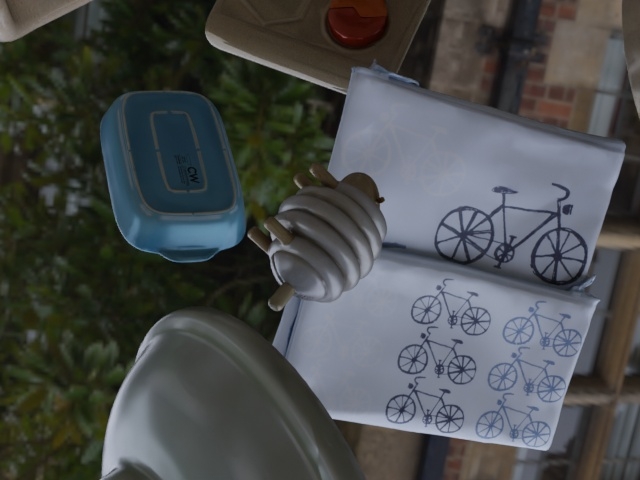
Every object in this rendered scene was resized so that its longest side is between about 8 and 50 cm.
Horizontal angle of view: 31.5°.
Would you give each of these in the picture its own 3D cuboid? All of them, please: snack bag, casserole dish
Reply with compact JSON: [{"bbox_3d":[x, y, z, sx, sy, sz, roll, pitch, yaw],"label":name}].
[{"bbox_3d":[0.135,0.028,1.111,0.323,0.343,0.037,13,-171,-20],"label":"snack bag"},{"bbox_3d":[-0.125,-0.066,0.976,0.114,0.037,0.188,-2,-126,-21],"label":"casserole dish"}]

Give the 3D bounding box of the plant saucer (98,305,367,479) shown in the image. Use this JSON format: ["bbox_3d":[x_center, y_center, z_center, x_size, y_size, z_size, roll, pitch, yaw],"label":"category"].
[{"bbox_3d":[-0.075,0.248,0.777,0.100,0.401,0.400,-14,-155,-30],"label":"plant saucer"}]

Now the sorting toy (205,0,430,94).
[{"bbox_3d":[-0.030,-0.297,1.208,0.307,0.229,0.041,21,168,12],"label":"sorting toy"}]

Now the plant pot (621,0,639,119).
[{"bbox_3d":[0.435,-0.181,0.948,0.274,0.257,0.256,-8,179,42],"label":"plant pot"}]

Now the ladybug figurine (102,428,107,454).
[{"bbox_3d":[-0.100,0.318,1.155,0.161,0.305,0.449,-22,-116,-9],"label":"ladybug figurine"}]

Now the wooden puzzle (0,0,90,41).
[{"bbox_3d":[-0.129,-0.319,0.627,0.080,0.322,0.348,5,-146,40],"label":"wooden puzzle"}]

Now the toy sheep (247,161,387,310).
[{"bbox_3d":[0.000,0.000,0.837,0.091,0.091,0.132,21,-119,38],"label":"toy sheep"}]
